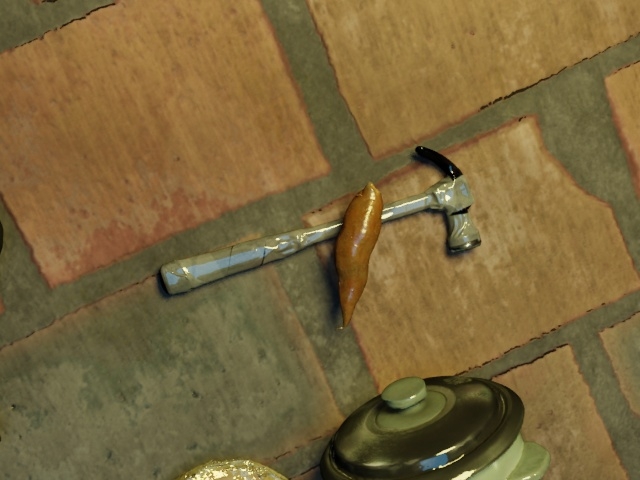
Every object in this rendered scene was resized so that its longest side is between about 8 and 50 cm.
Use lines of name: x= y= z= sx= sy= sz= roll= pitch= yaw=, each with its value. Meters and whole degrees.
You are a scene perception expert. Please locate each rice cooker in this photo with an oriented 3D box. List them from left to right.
rice cooker: x=0.149 y=0.310 z=1.123 sx=0.316 sy=0.264 sz=0.317 roll=14 pitch=120 yaw=26

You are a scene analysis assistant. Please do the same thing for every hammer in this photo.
hammer: x=0.000 y=0.000 z=1.175 sx=0.426 sy=0.044 sz=0.152 roll=-19 pitch=97 yaw=-6

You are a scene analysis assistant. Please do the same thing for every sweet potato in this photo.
sweet potato: x=0.042 y=0.021 z=1.140 sx=0.056 sy=0.056 sz=0.195 roll=9 pitch=98 yaw=-10

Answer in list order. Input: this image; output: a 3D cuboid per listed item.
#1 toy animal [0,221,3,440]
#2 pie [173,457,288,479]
toy animal: x=-0.472 y=0.104 z=1.084 sx=0.168 sy=0.106 sz=0.343 roll=1 pitch=102 yaw=-16
pie: x=-0.110 y=0.384 z=1.192 sx=0.185 sy=0.052 sz=0.218 roll=-40 pitch=98 yaw=-1
